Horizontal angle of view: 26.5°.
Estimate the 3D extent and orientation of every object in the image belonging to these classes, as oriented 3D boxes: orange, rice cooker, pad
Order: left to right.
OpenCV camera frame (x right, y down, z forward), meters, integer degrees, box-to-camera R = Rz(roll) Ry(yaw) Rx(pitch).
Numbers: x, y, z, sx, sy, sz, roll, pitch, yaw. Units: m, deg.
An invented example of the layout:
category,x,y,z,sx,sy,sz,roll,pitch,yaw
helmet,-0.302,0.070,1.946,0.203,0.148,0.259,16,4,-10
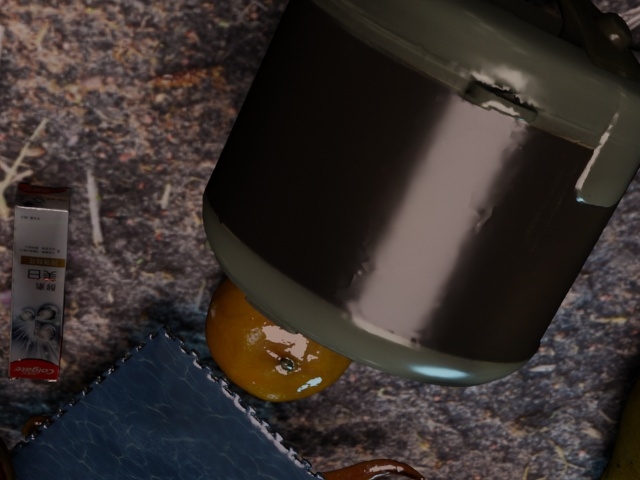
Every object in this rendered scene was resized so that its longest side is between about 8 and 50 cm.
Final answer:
category,x,y,z,sx,sy,sz,roll,pitch,yaw
pad,-0.158,0.248,1.410,0.269,0.012,0.269,44,112,-11
orange,-0.037,0.089,1.355,0.156,0.124,0.156,-4,128,-5
rice cooker,0.093,-0.084,1.114,0.335,0.335,0.325,20,107,-17

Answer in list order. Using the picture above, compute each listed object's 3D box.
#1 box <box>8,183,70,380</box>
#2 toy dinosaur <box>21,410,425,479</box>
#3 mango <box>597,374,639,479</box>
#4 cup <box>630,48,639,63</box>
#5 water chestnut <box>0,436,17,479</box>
category,x,y,z,sx,sy,sz,roll,pitch,yaw
box,-0.282,0.046,1.357,0.055,0.039,0.218,4,125,-9
toy dinosaur,-0.122,0.284,1.504,0.432,0.097,0.208,11,118,-12
mango,0.414,0.214,1.457,0.176,0.175,0.329,34,128,27
cup,0.266,-0.137,1.262,0.116,0.074,0.104,19,150,-12
water chestnut,-0.481,0.289,1.328,0.335,0.347,0.335,10,113,24
